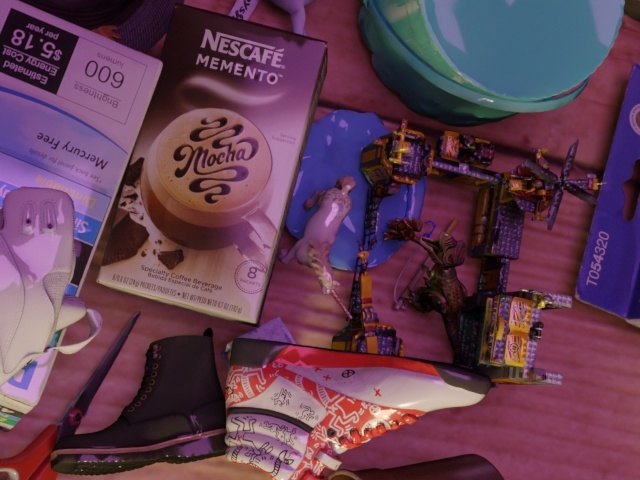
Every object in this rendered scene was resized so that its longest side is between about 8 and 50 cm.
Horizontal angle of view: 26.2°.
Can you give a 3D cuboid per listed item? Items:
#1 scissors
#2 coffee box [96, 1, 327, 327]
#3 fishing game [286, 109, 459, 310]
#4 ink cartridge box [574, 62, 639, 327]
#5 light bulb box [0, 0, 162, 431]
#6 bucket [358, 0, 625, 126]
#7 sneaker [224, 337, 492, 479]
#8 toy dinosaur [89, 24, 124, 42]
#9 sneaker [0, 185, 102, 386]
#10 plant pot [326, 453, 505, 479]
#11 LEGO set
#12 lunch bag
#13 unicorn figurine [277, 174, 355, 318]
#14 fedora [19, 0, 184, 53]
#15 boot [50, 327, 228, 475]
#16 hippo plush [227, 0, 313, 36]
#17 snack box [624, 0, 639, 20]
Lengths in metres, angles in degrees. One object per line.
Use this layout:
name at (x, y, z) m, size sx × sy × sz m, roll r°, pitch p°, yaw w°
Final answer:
scissors at (-0.261, 0.201, 1.410) m, size 0.297 × 0.021 × 0.109 m, roll -48°, pitch 128°, yaw -37°
coffee box at (-0.108, -0.075, 1.431) m, size 0.168 × 0.119 × 0.297 m, roll 14°, pitch 83°, yaw 1°
fishing game at (0.033, -0.058, 1.562) m, size 0.264 × 0.041 × 0.189 m, roll 37°, pitch 70°, yaw -16°
ink cartridge box at (0.497, -0.022, 1.662) m, size 0.330 × 0.071 × 0.324 m, roll 22°, pitch 72°, yaw -15°
light bulb box at (-0.389, -0.049, 1.318) m, size 0.358 × 0.225 × 0.361 m, roll 21°, pitch 71°, yaw -13°
bucket at (0.197, -0.266, 1.559) m, size 0.281 × 0.183 × 0.281 m, roll 0°, pitch 90°, yaw -13°
sneaker at (0.033, 0.184, 1.387) m, size 0.270 × 0.090 × 0.145 m, roll 6°, pitch 85°, yaw 11°
toy dinosaur at (-0.267, -0.182, 1.456) m, size 0.211 × 0.112 × 0.064 m, roll 24°, pitch 44°, yaw -19°
sneaker at (-0.334, -0.030, 1.142) m, size 0.210 × 0.137 × 0.366 m, roll -25°, pitch 92°, yaw -22°
plant pot at (0.108, 0.304, 1.445) m, size 0.165 × 0.167 × 0.167 m, roll -10°, pitch 81°, yaw -27°
LEGO set at (0.157, 0.023, 1.479) m, size 0.255 × 0.192 × 0.331 m, roll 21°, pitch 77°, yaw -19°
lunch bag at (-0.057, 0.136, 1.480) m, size 0.071 × 0.053 × 0.083 m, roll -29°, pitch 78°, yaw -24°
unicorn figurine at (0.000, 0.000, 1.461) m, size 0.060 × 0.111 × 0.162 m, roll 15°, pitch 80°, yaw -21°
fedora at (-0.273, -0.323, 1.452) m, size 0.275 × 0.244 × 0.124 m, roll 29°, pitch 37°, yaw -25°
boot at (-0.190, 0.166, 1.425) m, size 0.198 × 0.077 × 0.137 m, roll -2°, pitch 73°, yaw -32°
hippo plush at (-0.036, -0.380, 1.505) m, size 0.234 × 0.236 × 0.294 m, roll 20°, pitch 72°, yaw -14°
snack box at (0.319, -0.429, 1.730) m, size 0.322 × 0.060 × 0.187 m, roll 26°, pitch 71°, yaw -11°
